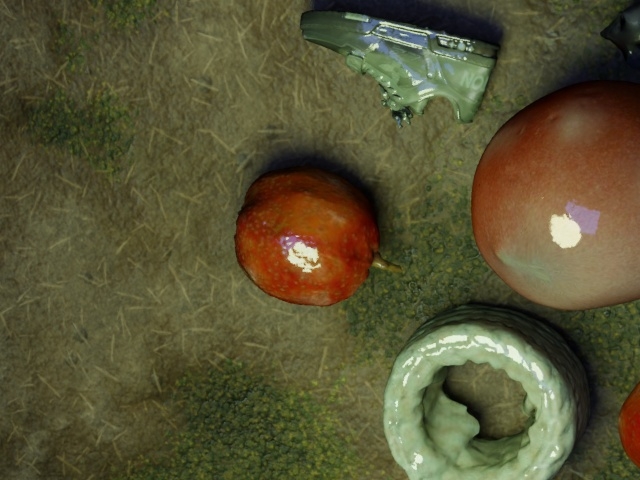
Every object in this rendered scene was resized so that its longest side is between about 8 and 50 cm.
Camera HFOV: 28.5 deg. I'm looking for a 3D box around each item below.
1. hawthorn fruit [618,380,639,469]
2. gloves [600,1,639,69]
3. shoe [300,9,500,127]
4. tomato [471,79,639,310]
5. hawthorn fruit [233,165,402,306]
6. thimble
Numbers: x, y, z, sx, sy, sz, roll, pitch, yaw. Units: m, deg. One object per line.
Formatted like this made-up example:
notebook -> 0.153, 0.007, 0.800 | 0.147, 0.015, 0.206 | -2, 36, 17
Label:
hawthorn fruit -> 0.510, 0.262, 1.712 | 0.196, 0.225, 0.197 | 1, 93, 9
gloves -> 0.503, -0.317, 1.648 | 0.285, 0.142, 0.119 | -25, 120, 21
shoe -> 0.102, -0.239, 1.808 | 0.292, 0.109, 0.149 | 11, 99, 12
tomato -> 0.351, -0.047, 1.651 | 0.321, 0.321, 0.322 | 4, 102, 18
hawthorn fruit -> 0.000, 0.000, 1.855 | 0.253, 0.205, 0.205 | 13, 105, 9
thimble -> 0.231, 0.242, 1.820 | 0.291, 0.195, 0.292 | 3, 101, 19
